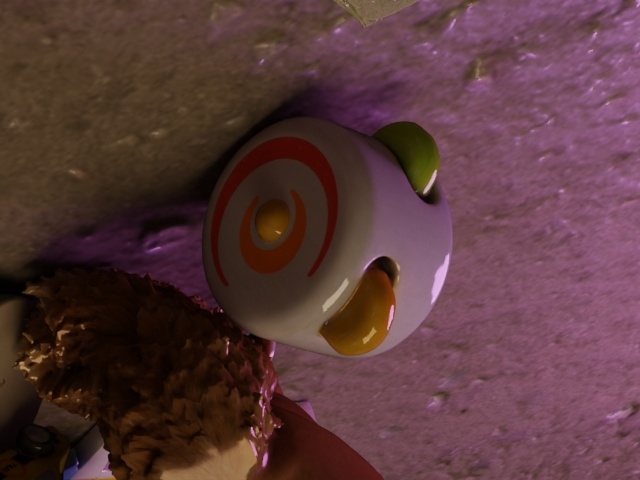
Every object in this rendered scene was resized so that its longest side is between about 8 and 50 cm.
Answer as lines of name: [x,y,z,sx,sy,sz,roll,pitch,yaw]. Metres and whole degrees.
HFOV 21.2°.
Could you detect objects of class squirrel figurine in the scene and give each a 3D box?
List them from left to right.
squirrel figurine: [-0.099,0.169,1.566,0.281,0.370,0.397,-23,121,4]

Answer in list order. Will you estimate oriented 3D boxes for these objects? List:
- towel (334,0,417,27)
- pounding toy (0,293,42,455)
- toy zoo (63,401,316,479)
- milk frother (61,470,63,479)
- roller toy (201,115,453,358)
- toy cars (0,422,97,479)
towel: [0.068,-0.224,1.300,0.148,0.027,0.110,-29,148,15]
pounding toy: [-0.349,0.132,1.520,0.237,0.110,0.183,-37,140,-57]
toy zoo: [-0.172,0.245,1.898,0.293,0.030,0.192,0,144,-31]
milk frother: [-0.364,0.264,1.766,0.143,0.129,0.135,38,127,-6]
roller toy: [0.000,0.000,1.448,0.191,0.209,0.146,-7,162,41]
toy cars: [-0.265,0.282,1.621,0.176,0.087,0.394,-55,165,-16]
